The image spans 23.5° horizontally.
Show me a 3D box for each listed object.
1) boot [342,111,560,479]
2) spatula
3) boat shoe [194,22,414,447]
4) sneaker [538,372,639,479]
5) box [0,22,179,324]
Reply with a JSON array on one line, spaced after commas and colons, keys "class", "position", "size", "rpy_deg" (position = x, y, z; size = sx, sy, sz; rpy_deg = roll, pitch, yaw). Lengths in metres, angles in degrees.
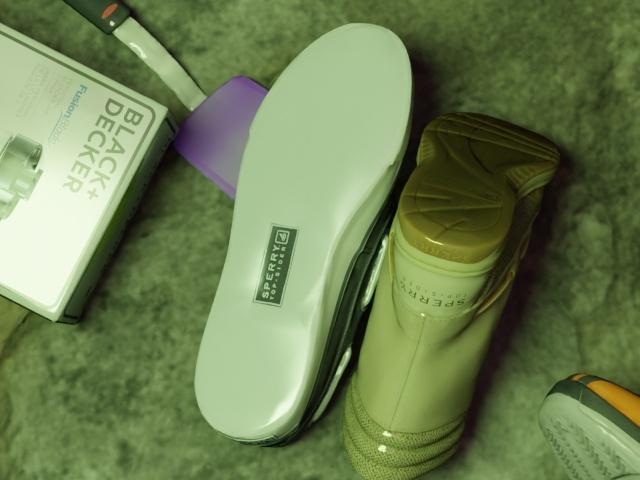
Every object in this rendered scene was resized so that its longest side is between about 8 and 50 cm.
[{"class": "boot", "position": [0.090, 0.034, 1.070], "size": [0.095, 0.262, 0.203], "rpy_deg": [17, 116, 8]}, {"class": "spatula", "position": [-0.129, -0.141, 1.134], "size": [0.296, 0.030, 0.084], "rpy_deg": [42, 76, 5]}, {"class": "boat shoe", "position": [0.000, 0.000, 1.076], "size": [0.108, 0.102, 0.301], "rpy_deg": [11, 80, 19]}, {"class": "sneaker", "position": [0.313, 0.151, 1.075], "size": [0.321, 0.124, 0.180], "rpy_deg": [36, 72, -8]}, {"class": "box", "position": [-0.263, -0.079, 1.065], "size": [0.290, 0.087, 0.169], "rpy_deg": [28, 85, 1]}]
